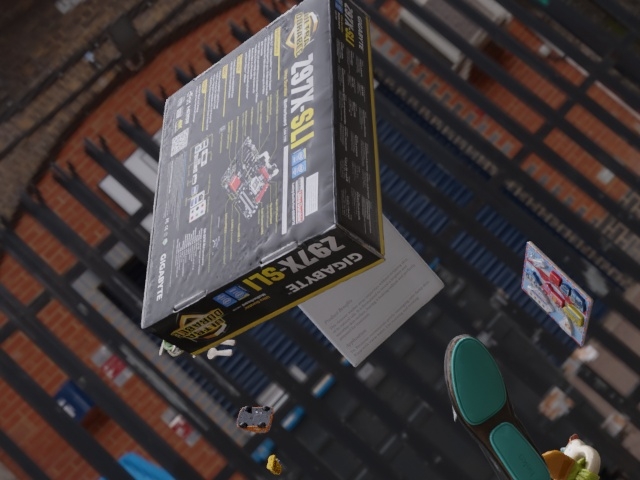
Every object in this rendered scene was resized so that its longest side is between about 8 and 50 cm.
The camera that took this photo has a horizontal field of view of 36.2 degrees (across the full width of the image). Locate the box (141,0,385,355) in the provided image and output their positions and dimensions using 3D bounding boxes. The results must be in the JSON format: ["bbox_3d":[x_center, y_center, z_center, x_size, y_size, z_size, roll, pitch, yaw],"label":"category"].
[{"bbox_3d":[-0.061,-0.074,1.000,0.257,0.079,0.322,-27,46,31],"label":"box"}]

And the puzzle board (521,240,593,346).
[{"bbox_3d":[0.314,0.073,1.320,0.011,0.128,0.096,-24,-41,-18],"label":"puzzle board"}]

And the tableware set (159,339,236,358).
[{"bbox_3d":[-0.142,0.084,1.134,0.154,0.024,0.104,-6,65,48],"label":"tableware set"}]

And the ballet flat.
[{"bbox_3d":[0.255,0.276,1.519,0.095,0.280,0.096,-27,2,-18],"label":"ballet flat"}]

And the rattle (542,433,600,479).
[{"bbox_3d":[0.500,0.451,2.067,0.200,0.142,0.130,-80,9,-61],"label":"rattle"}]

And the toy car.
[{"bbox_3d":[-0.089,0.302,1.459,0.060,0.122,0.040,-19,-44,12],"label":"toy car"}]

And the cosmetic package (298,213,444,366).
[{"bbox_3d":[0.000,0.000,1.672,0.217,0.385,0.156,-40,6,-3],"label":"cosmetic package"}]
